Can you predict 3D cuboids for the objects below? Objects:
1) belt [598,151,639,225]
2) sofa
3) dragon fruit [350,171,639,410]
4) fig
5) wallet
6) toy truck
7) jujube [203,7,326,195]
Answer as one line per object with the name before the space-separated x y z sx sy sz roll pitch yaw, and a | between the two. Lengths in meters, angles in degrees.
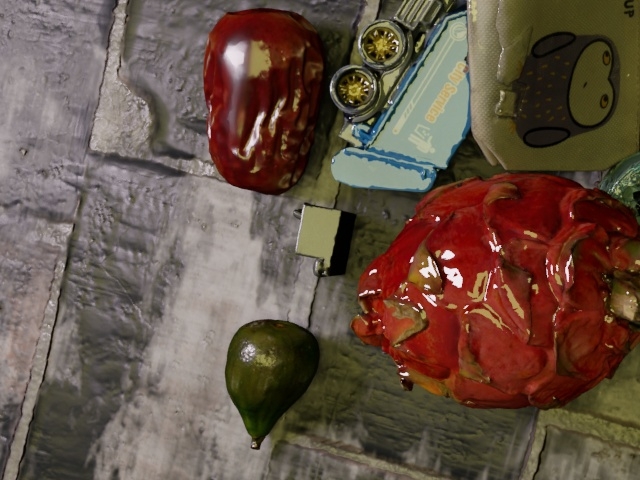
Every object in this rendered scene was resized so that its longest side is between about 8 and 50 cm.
belt | 0.396 -0.053 1.185 0.140 0.058 0.105 -7 109 5
sofa | 0.000 0.000 1.242 0.060 0.147 0.085 10 92 9
dragon fruit | 0.214 0.056 1.134 0.342 0.277 0.277 1 90 38
fig | -0.073 0.181 1.290 0.117 0.117 0.177 23 117 11
wallet | 0.275 -0.228 1.128 0.275 0.068 0.335 -13 109 -25
toy truck | 0.135 -0.220 1.217 0.175 0.146 0.367 32 100 3
jujube | -0.072 -0.173 1.257 0.155 0.155 0.230 9 97 12
